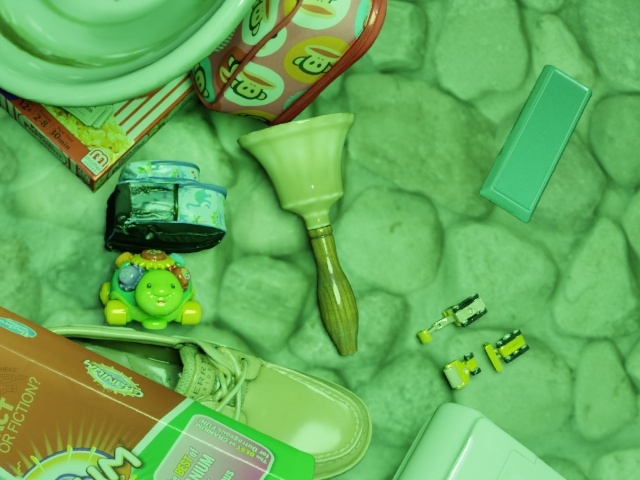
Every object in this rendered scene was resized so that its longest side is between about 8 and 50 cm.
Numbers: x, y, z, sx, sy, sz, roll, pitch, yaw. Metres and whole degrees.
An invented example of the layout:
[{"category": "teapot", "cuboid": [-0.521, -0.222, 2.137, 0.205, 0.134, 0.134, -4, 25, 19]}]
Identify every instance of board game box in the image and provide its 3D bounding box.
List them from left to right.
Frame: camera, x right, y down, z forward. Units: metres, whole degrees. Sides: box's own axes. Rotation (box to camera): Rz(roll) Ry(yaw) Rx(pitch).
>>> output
[{"category": "board game box", "cuboid": [-0.199, 0.231, 0.899, 0.316, 0.064, 0.242, 26, 105, -5]}, {"category": "board game box", "cuboid": [-0.220, -0.168, 1.069, 0.147, 0.045, 0.193, 42, 70, 0]}]

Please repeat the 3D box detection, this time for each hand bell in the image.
[{"category": "hand bell", "cuboid": [0.000, 0.000, 1.063, 0.126, 0.126, 0.242, -13, 92, -16]}]

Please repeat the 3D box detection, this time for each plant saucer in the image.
[{"category": "plant saucer", "cuboid": [-0.192, -0.314, 0.983, 0.400, 0.100, 0.400, -3, 83, 21]}, {"category": "plant saucer", "cuboid": [0.252, -0.116, 1.183, 0.067, 0.018, 0.192, 31, 70, -4]}]

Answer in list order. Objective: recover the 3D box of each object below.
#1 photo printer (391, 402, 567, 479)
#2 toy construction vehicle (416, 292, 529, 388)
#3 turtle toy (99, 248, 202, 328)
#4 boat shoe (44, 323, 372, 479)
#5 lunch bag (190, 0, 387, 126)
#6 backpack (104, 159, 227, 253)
[{"category": "photo printer", "cuboid": [0.140, 0.349, 0.969, 0.256, 0.107, 0.307, 38, 70, -18]}, {"category": "toy construction vehicle", "cuboid": [0.161, 0.106, 1.099, 0.098, 0.035, 0.086, -33, 96, -16]}, {"category": "turtle toy", "cuboid": [-0.160, 0.047, 0.990, 0.095, 0.130, 0.066, 1, 107, -17]}, {"category": "boat shoe", "cuboid": [-0.114, 0.152, 0.958, 0.341, 0.110, 0.121, 9, 65, -5]}, {"category": "lunch bag", "cuboid": [-0.030, -0.286, 1.010, 0.120, 0.258, 0.293, 13, 60, -29]}, {"category": "backpack", "cuboid": [-0.151, -0.033, 1.020, 0.114, 0.105, 0.084, 4, 76, -18]}]
